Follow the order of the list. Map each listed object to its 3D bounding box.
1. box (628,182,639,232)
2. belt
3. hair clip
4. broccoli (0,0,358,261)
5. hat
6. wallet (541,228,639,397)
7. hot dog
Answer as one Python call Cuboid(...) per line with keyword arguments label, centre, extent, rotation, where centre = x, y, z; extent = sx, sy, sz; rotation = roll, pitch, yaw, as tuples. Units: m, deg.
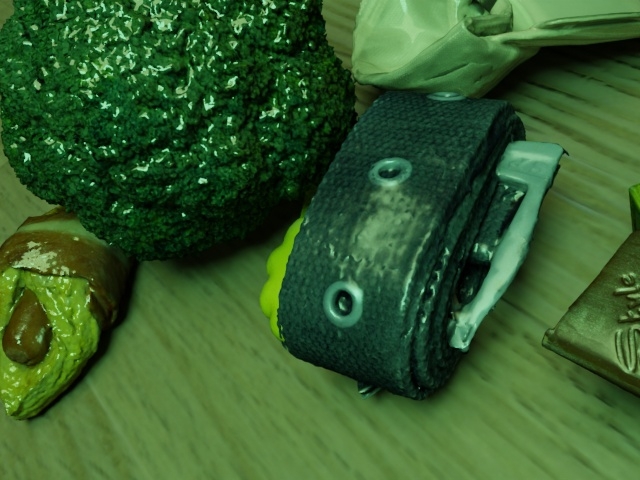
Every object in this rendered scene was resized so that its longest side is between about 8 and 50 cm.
Cuboid(label="box", centre=(0.269, 0.043, 0.332), extent=(0.141, 0.064, 0.220), rotation=(-18, 50, 14))
Cuboid(label="belt", centre=(0.073, -0.005, 0.429), extent=(0.128, 0.122, 0.218), rotation=(14, 60, 31))
Cuboid(label="hair clip", centre=(0.000, 0.000, 0.516), extent=(0.072, 0.046, 0.173), rotation=(0, 56, 32))
Cuboid(label="broccoli", centre=(-0.106, -0.136, 0.534), extent=(0.297, 0.297, 0.297), rotation=(-9, 16, 20))
Cuboid(label="hat", centre=(0.157, -0.183, 0.568), extent=(0.226, 0.164, 0.219), rotation=(11, 45, -14))
Cuboid(label="wallet", centre=(0.203, 0.055, 0.297), extent=(0.095, 0.026, 0.176), rotation=(-46, 46, -13))
Cuboid(label="hot dog", centre=(-0.232, 0.024, 0.581), extent=(0.123, 0.093, 0.261), rotation=(-12, 50, 18))
